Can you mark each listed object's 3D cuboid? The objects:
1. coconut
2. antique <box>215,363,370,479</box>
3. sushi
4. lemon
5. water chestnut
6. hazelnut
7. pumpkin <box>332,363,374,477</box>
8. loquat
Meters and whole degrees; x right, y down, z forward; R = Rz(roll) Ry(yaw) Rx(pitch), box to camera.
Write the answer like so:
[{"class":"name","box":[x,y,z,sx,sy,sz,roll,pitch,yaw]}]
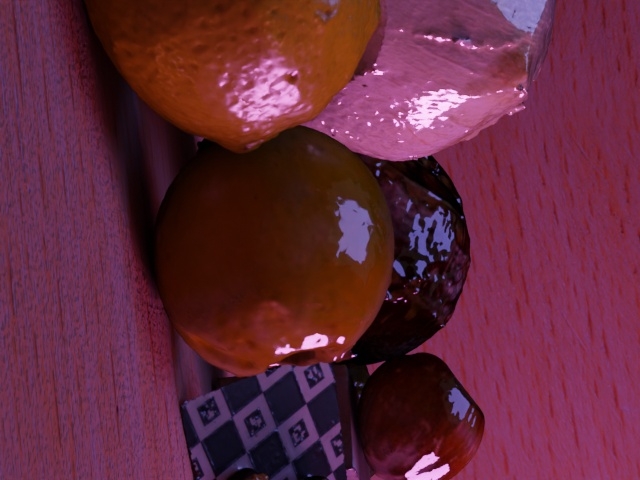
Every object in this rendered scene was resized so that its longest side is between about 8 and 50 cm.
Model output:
[{"class":"coconut","box":[0.077,-0.255,1.660,0.346,0.360,0.346,-169,-90,-70]},{"class":"antique","box":[-0.029,0.215,1.833,0.146,0.152,0.148,70,15,-63]},{"class":"sushi","box":[-0.030,0.263,1.656,0.043,0.192,0.279,11,-67,48]},{"class":"lemon","box":[-0.074,-0.212,1.398,0.320,0.245,0.245,71,11,-53]},{"class":"water chestnut","box":[0.000,0.000,1.881,0.350,0.302,0.350,43,16,-16]},{"class":"hazelnut","box":[0.100,0.195,1.809,0.154,0.143,0.143,57,23,-54]},{"class":"pumpkin","box":[0.020,0.246,2.419,0.223,0.157,0.223,164,-90,-85]},{"class":"loquat","box":[-0.047,0.002,1.541,0.244,0.244,0.244,-8,90,-86]}]
